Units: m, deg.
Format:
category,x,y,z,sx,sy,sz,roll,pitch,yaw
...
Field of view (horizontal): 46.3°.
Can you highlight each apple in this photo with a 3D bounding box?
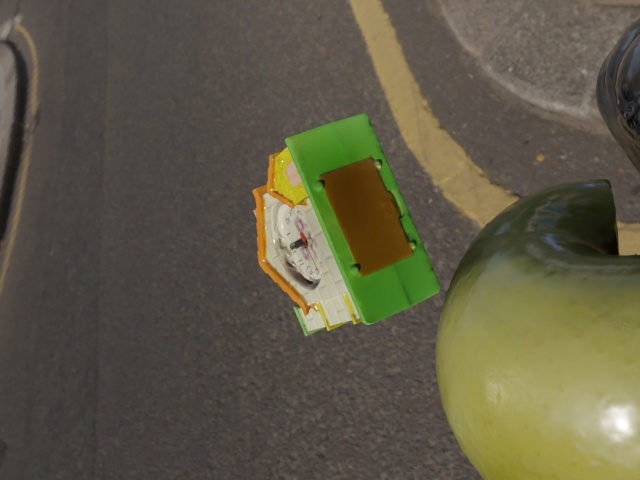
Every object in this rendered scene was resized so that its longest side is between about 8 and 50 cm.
category,x,y,z,sx,sy,sz,roll,pitch,yaw
apple,0.233,0.093,0.574,0.292,0.292,0.254,33,134,56

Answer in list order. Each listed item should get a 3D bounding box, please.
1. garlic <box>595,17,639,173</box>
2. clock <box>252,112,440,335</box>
category,x,y,z,sx,sy,sz,roll,pitch,yaw
garlic,0.472,-0.150,0.899,0.241,0.322,0.322,-17,53,22
clock,0.000,0.000,0.919,0.255,0.106,0.220,-28,84,62
